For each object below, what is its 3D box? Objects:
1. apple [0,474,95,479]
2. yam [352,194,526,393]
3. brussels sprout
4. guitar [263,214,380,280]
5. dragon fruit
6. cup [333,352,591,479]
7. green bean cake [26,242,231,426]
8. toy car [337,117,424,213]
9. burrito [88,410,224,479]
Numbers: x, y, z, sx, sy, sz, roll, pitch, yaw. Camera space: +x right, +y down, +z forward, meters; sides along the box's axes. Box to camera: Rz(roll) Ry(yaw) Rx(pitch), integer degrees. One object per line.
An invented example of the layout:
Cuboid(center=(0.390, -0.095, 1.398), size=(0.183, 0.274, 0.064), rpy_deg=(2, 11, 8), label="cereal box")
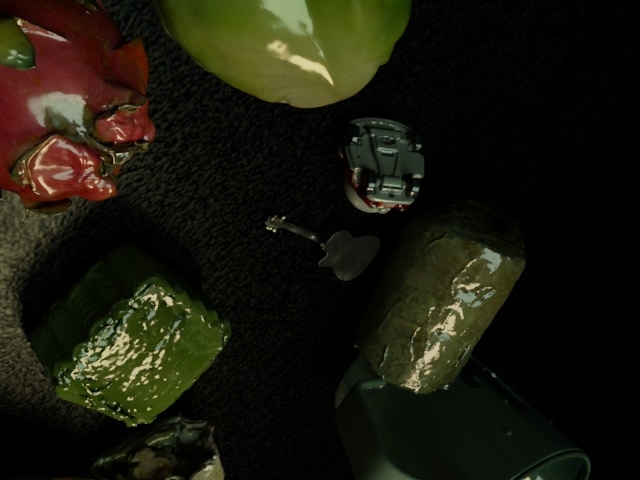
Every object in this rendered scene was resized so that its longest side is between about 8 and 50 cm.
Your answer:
Cuboid(center=(-0.407, 0.463, 1.103), size=(0.314, 0.252, 0.309), rpy_deg=(-42, 154, 9), label="apple")
Cuboid(center=(0.191, 0.075, 1.284), size=(0.195, 0.195, 0.300), rpy_deg=(2, 124, -40), label="yam")
Cuboid(center=(-0.039, -0.278, 0.769), size=(0.260, 0.227, 0.294), rpy_deg=(-21, 112, -14), label="brussels sprout")
Cuboid(center=(0.000, 0.000, 1.189), size=(0.233, 0.025, 0.088), rpy_deg=(21, 111, -48), label="guitar")
Cuboid(center=(-0.256, -0.131, 0.721), size=(0.224, 0.227, 0.224), rpy_deg=(-19, 140, -16), label="dragon fruit")
Cuboid(center=(0.218, 0.340, 1.383), size=(0.310, 0.392, 0.401), rpy_deg=(-40, 141, -4), label="cup")
Cuboid(center=(-0.238, 0.125, 1.039), size=(0.200, 0.113, 0.214), rpy_deg=(-45, 140, 4), label="green bean cake")
Cuboid(center=(0.076, -0.086, 1.105), size=(0.112, 0.139, 0.112), rpy_deg=(6, 145, -15), label="toy car")
Cuboid(center=(-0.231, 0.424, 1.301), size=(0.190, 0.135, 0.331), rpy_deg=(-32, 143, -23), label="burrito")
